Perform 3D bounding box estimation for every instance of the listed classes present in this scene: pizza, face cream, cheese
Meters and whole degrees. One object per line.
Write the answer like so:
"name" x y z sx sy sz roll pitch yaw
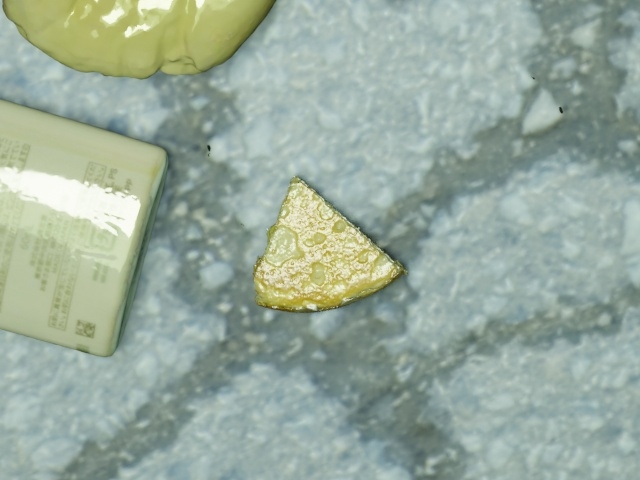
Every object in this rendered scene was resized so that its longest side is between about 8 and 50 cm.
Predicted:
"pizza" 0.000 0.000 1.406 0.123 0.026 0.109 -11 100 8
"face cream" -0.301 -0.035 1.384 0.348 0.081 0.174 15 104 -1
"cheese" -0.123 -0.227 1.320 0.214 0.117 0.226 10 109 -3
